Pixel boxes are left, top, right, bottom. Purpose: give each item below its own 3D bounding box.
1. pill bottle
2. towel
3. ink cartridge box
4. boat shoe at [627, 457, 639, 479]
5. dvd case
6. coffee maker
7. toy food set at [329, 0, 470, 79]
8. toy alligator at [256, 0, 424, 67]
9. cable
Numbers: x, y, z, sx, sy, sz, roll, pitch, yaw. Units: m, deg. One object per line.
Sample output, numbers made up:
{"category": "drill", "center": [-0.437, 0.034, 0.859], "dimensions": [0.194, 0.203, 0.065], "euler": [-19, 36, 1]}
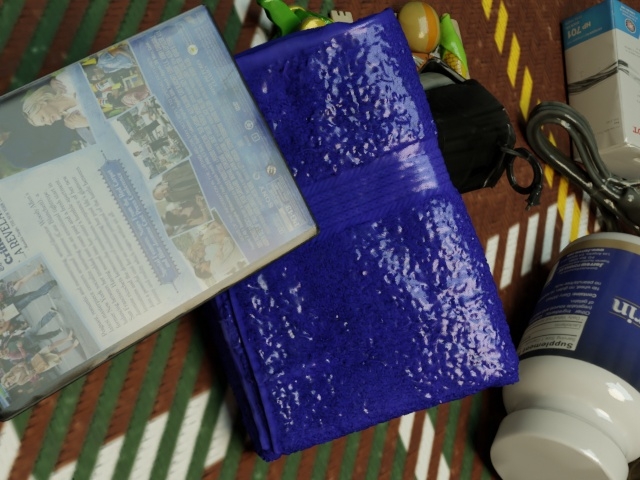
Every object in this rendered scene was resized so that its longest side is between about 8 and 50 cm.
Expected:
{"category": "pill bottle", "center": [0.273, 0.131, 0.979], "dimensions": [0.153, 0.153, 0.265], "euler": [48, 52, -21]}
{"category": "towel", "center": [0.000, 0.000, 0.738], "dimensions": [0.076, 0.227, 0.308], "euler": [-45, 114, -81]}
{"category": "ink cartridge box", "center": [0.378, -0.183, 1.206], "dimensions": [0.139, 0.082, 0.191], "euler": [13, 71, -39]}
{"category": "boat shoe", "center": [0.350, 0.293, 1.040], "dimensions": [0.285, 0.103, 0.092], "euler": [-14, 93, -39]}
{"category": "dvd case", "center": [-0.141, -0.024, 0.636], "dimensions": [0.253, 0.022, 0.180], "euler": [-31, 101, -23]}
{"category": "coffee maker", "center": [0.077, -0.079, 0.852], "dimensions": [0.178, 0.171, 0.120], "euler": [-21, 121, -36]}
{"category": "toy food set", "center": [0.102, -0.181, 0.992], "dimensions": [0.192, 0.038, 0.132], "euler": [-9, 84, -42]}
{"category": "toy alligator", "center": [0.015, -0.175, 0.906], "dimensions": [0.189, 0.056, 0.051], "euler": [14, 109, -34]}
{"category": "cable", "center": [0.351, -0.062, 1.148], "dimensions": [0.287, 0.139, 0.072], "euler": [35, 52, -5]}
